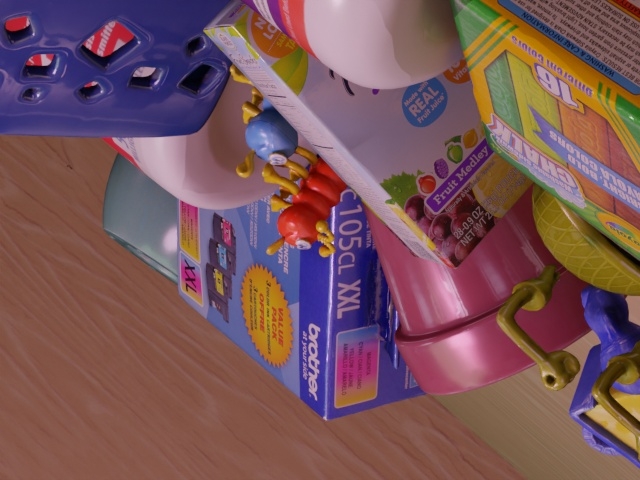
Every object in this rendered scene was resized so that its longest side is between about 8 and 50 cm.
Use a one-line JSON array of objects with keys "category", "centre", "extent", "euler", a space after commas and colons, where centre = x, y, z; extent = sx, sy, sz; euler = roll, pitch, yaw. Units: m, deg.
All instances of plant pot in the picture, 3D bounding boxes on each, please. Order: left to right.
[{"category": "plant pot", "centre": [-0.167, -0.222, 0.869], "extent": [0.212, 0.236, 0.236], "euler": [-45, 57, 45]}, {"category": "plant pot", "centre": [-0.135, -0.057, 1.641], "extent": [0.293, 0.235, 0.293], "euler": [34, 171, 6]}, {"category": "plant pot", "centre": [0.128, 0.001, 1.078], "extent": [0.180, 0.201, 0.201], "euler": [60, 169, -7]}]

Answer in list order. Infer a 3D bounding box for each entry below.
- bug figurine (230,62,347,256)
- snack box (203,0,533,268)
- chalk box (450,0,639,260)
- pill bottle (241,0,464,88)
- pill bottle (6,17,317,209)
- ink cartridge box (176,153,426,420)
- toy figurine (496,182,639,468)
[{"category": "bug figurine", "centre": [0.008, -0.105, 0.972], "extent": [0.072, 0.216, 0.279], "euler": [25, 167, 12]}, {"category": "snack box", "centre": [0.062, -0.116, 0.801], "extent": [0.207, 0.174, 0.070], "euler": [45, 170, -18]}, {"category": "chalk box", "centre": [0.164, -0.081, 0.651], "extent": [0.132, 0.132, 0.213], "euler": [39, 171, 27]}, {"category": "pill bottle", "centre": [-0.035, -0.231, 0.660], "extent": [0.323, 0.181, 0.181], "euler": [40, 171, 21]}, {"category": "pill bottle", "centre": [-0.176, -0.220, 1.186], "extent": [0.408, 0.229, 0.229], "euler": [37, 170, 32]}, {"category": "ink cartridge box", "centre": [0.000, 0.000, 1.334], "extent": [0.395, 0.151, 0.270], "euler": [30, 126, 51]}, {"category": "toy figurine", "centre": [0.214, 0.111, 0.837], "extent": [0.362, 0.191, 0.217], "euler": [35, 151, -11]}]
